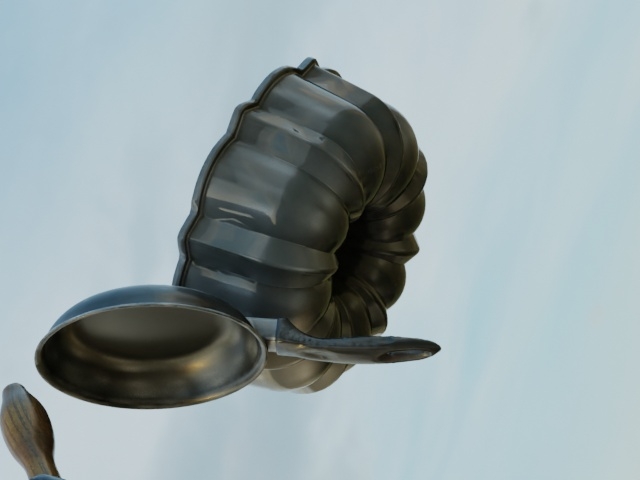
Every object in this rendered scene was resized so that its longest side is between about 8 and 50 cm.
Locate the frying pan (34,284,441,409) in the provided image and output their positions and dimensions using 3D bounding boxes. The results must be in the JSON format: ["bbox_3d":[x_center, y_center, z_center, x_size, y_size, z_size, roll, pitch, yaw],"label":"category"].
[{"bbox_3d":[-0.084,0.075,1.324,0.197,0.326,0.053,48,-149,-53],"label":"frying pan"}]

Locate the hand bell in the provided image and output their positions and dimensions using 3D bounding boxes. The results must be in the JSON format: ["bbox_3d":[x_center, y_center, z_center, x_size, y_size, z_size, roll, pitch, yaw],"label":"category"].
[{"bbox_3d":[-0.203,0.185,1.186,0.242,0.126,0.126,-123,25,-50],"label":"hand bell"}]

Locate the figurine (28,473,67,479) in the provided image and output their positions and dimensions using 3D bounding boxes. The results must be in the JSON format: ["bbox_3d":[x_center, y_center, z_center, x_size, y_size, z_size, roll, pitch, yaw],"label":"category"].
[{"bbox_3d":[-0.072,0.225,0.731,0.092,0.209,0.214,8,-91,-55],"label":"figurine"}]

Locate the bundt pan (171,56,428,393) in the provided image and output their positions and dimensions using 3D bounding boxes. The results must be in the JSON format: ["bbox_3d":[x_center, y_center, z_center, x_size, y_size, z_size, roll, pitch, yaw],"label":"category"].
[{"bbox_3d":[0.000,0.000,1.502,0.331,0.124,0.330,-45,-35,-44],"label":"bundt pan"}]
